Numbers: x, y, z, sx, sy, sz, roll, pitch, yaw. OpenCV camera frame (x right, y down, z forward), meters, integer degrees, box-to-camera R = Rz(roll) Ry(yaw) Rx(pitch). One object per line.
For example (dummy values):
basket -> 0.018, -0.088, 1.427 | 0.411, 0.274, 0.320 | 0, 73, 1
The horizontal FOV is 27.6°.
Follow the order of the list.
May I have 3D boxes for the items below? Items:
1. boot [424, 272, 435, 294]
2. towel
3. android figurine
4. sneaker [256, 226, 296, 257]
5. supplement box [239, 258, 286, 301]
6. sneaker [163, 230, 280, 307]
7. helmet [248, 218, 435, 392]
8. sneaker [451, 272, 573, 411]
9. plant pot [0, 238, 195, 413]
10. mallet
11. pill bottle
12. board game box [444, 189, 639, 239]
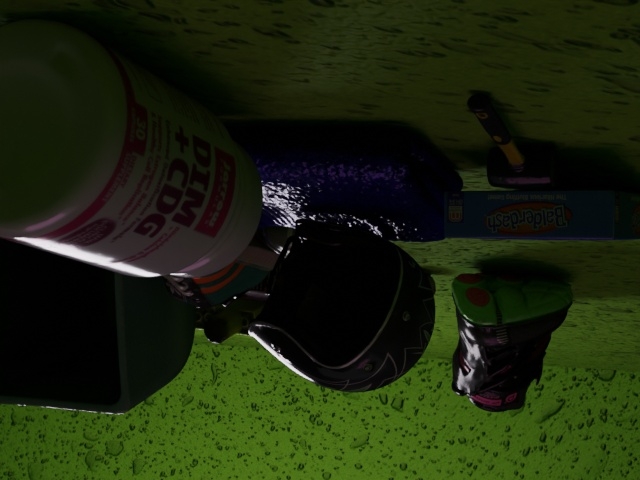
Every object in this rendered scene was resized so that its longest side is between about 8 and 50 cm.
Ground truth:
boot -> 0.124, 0.064, 2.026 | 0.118, 0.042, 0.087 | 0, 163, 26
towel -> -0.031, -0.051, 1.264 | 0.308, 0.076, 0.227 | 2, 171, 21
android figurine -> -0.137, 0.104, 2.087 | 0.248, 0.056, 0.273 | 4, -166, 24
sneaker -> 0.000, 0.000, 1.631 | 0.086, 0.064, 0.192 | 8, 174, 40
supplement box -> -0.045, 0.058, 1.959 | 0.239, 0.073, 0.130 | 8, 171, -21
sneaker -> -0.154, 0.023, 1.560 | 0.108, 0.121, 0.302 | 44, -168, 28
helmet -> 0.028, 0.067, 1.243 | 0.161, 0.169, 0.169 | 23, 172, 4
sneaker -> 0.289, 0.161, 2.000 | 0.185, 0.202, 0.483 | 3, 171, 11
plant pot -> -0.290, 0.068, 1.701 | 0.248, 0.247, 0.252 | 1, -172, 25
mallet -> 0.164, -0.083, 1.094 | 0.062, 0.039, 0.189 | 3, 167, 14
pill bottle -> -0.162, -0.057, 1.035 | 0.160, 0.160, 0.283 | 2, 171, 22
board game box -> 0.230, -0.024, 1.258 | 0.160, 0.047, 0.210 | 1, -179, 27
